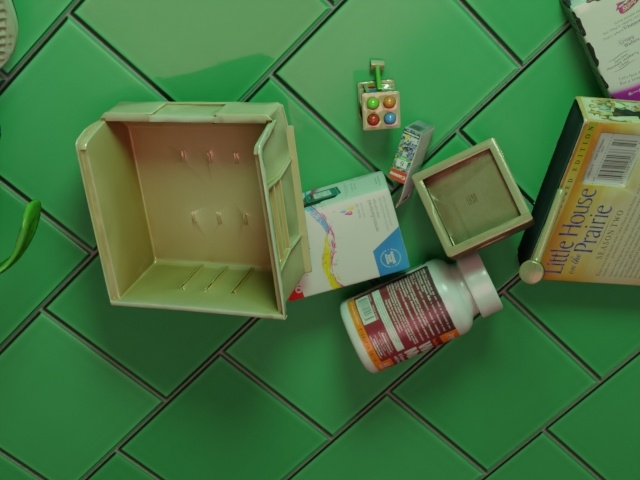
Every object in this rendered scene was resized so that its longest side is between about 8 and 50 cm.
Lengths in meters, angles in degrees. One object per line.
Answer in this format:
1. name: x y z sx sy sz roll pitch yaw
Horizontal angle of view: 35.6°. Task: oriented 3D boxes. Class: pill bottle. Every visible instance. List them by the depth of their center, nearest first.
1. pill bottle: 0.150 0.101 1.480 0.221 0.121 0.121 -25 115 7

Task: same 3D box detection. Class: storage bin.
1. storage bin: -0.163 -0.046 1.332 0.262 0.123 0.261 3 118 20

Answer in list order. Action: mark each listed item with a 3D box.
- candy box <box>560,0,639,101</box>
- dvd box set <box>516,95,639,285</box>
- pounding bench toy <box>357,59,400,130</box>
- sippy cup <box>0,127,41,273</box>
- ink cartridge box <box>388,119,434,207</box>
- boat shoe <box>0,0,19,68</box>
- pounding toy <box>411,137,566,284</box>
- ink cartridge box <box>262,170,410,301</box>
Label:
1. candy box: 0.448 -0.263 1.359 0.159 0.071 0.233 -27 115 10
2. dvd box set: 0.522 -0.053 1.421 0.420 0.062 0.308 3 134 -6
3. pounding bench toy: 0.079 -0.199 1.362 0.052 0.065 0.083 -5 115 -2
4. sippy cup: -0.529 -0.087 1.291 0.305 0.240 0.224 18 104 -37
5. ink cartridge box: 0.123 -0.109 1.408 0.029 0.063 0.115 25 115 16
6. boat shoe: -0.543 -0.402 1.172 0.186 0.156 0.500 -36 125 6
7. pounding toy: 0.256 -0.031 1.392 0.181 0.094 0.206 -25 80 11
8. ink cartridge box: 0.000 0.000 1.443 0.231 0.078 0.134 -16 115 4
